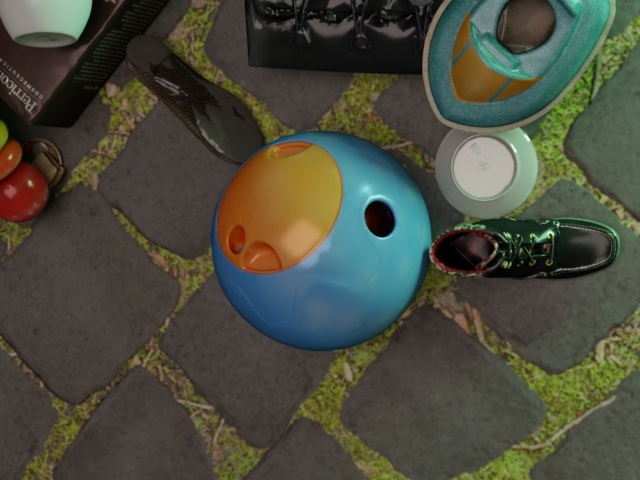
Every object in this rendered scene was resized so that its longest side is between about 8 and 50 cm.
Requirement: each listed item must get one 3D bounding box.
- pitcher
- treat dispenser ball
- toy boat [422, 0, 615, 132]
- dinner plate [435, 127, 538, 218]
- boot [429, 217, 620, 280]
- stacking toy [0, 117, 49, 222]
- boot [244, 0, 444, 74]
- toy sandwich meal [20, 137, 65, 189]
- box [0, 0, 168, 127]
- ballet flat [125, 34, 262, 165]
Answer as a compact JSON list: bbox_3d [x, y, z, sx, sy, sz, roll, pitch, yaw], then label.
[{"bbox_3d":[-0.344,-0.369,1.793,0.177,0.125,0.207,-5,83,29],"label":"pitcher"},{"bbox_3d":[0.000,0.000,1.776,0.288,0.288,0.288,1,93,15],"label":"treat dispenser ball"},{"bbox_3d":[0.179,-0.281,1.657,0.318,0.148,0.267,38,110,3],"label":"toy boat"},{"bbox_3d":[0.224,-0.099,1.851,0.141,0.017,0.141,0,92,15],"label":"dinner plate"},{"bbox_3d":[0.262,0.015,1.761,0.236,0.178,0.085,1,93,16],"label":"boot"},{"bbox_3d":[-0.495,-0.159,1.905,0.141,0.141,0.330,-22,125,15],"label":"stacking toy"},{"bbox_3d":[0.122,-0.399,1.808,0.445,0.146,0.367,6,93,19],"label":"boot"},{"bbox_3d":[-0.421,-0.111,2.019,0.085,0.029,0.086,1,93,15],"label":"toy sandwich meal"},{"bbox_3d":[-0.337,-0.363,1.929,0.191,0.143,0.381,42,104,9],"label":"box"},{"bbox_3d":[-0.182,-0.196,1.941,0.250,0.058,0.084,41,67,4],"label":"ballet flat"}]
